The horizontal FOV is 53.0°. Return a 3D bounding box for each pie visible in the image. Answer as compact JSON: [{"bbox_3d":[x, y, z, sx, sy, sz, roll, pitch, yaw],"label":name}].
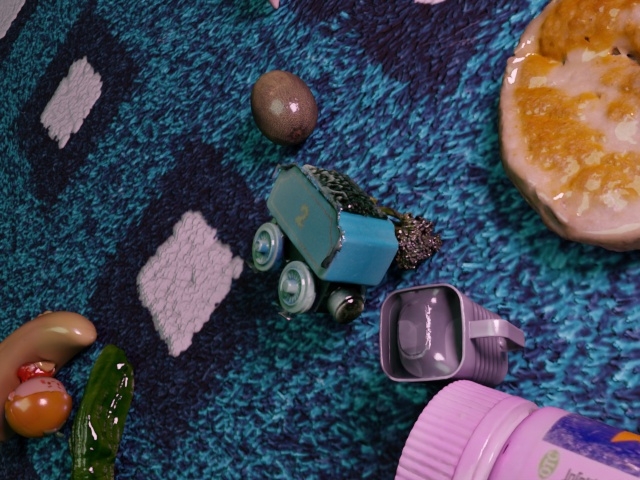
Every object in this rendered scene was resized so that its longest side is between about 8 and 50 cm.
[{"bbox_3d":[0.330,-0.151,0.651,0.339,0.077,0.339,-12,70,37],"label":"pie"}]

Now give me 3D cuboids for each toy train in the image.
[{"bbox_3d":[0.000,0.000,0.808,0.203,0.112,0.163,50,122,44],"label":"toy train"}]

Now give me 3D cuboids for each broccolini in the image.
[{"bbox_3d":[0.066,-0.043,0.832,0.067,0.058,0.216,-54,49,10],"label":"broccolini"}]

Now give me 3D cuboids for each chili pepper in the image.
[{"bbox_3d":[-0.345,0.289,1.018,0.074,0.100,0.257,-3,64,20],"label":"chili pepper"}]

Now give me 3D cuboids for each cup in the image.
[{"bbox_3d":[0.144,0.103,0.667,0.128,0.129,0.095,-13,67,35],"label":"cup"}]

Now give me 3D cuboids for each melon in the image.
[{"bbox_3d":[-0.056,-0.200,0.963,0.098,0.098,0.131,-43,50,19],"label":"melon"}]

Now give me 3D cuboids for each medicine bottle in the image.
[{"bbox_3d":[0.221,0.238,0.524,0.290,0.178,0.178,14,83,41],"label":"medicine bottle"}]

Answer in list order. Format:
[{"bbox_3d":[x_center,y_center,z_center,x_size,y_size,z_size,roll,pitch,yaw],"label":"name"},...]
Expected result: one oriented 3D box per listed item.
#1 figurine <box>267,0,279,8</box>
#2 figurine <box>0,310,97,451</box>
[{"bbox_3d":[-0.089,-0.521,1.099,0.155,0.127,0.235,-32,61,14],"label":"figurine"},{"bbox_3d":[-0.520,0.257,1.152,0.324,0.124,0.222,-38,54,17],"label":"figurine"}]
